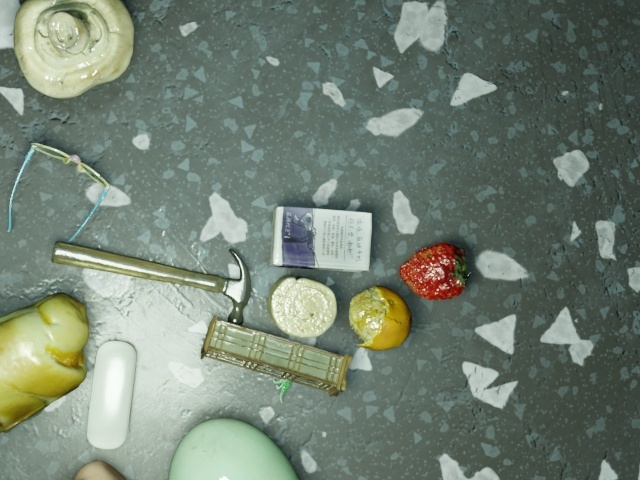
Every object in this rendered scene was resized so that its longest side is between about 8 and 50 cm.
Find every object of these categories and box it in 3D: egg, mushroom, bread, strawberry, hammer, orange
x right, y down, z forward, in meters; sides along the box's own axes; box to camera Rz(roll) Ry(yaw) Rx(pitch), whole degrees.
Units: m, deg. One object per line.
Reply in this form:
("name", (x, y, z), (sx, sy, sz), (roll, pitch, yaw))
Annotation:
("egg", (-0.168, 0.557, 1.816), (0.276, 0.276, 0.389), (-25, 94, -10))
("mushroom", (-0.529, -0.431, 1.848), (0.253, 0.234, 0.260), (22, 83, -4))
("bread", (-0.043, 0.146, 1.937), (0.148, 0.141, 0.134), (23, 86, -6))
("bread", (-0.608, 0.254, 1.759), (0.341, 0.300, 0.210), (-31, 93, -15))
("strawberry", (0.268, 0.076, 2.013), (0.148, 0.131, 0.131), (-18, 89, 30))
("hammer", (-0.367, 0.070, 1.922), (0.439, 0.044, 0.169), (11, 84, -13))
("orange", (0.130, 0.179, 1.961), (0.156, 0.157, 0.134), (19, 120, -8))

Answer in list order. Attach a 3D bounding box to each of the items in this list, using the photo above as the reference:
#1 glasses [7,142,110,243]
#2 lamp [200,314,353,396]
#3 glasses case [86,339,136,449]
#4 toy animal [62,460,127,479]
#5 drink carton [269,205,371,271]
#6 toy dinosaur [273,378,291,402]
("glasses", (-0.583, -0.093, 1.916), (0.189, 0.088, 0.221), (29, 102, -8))
("lamp", (-0.098, 0.258, 1.935), (0.325, 0.089, 0.090), (18, 67, -8))
("glasses case", (-0.453, 0.334, 1.894), (0.092, 0.059, 0.234), (5, 85, -11))
("toy animal", (-0.466, 0.542, 1.781), (0.154, 0.250, 0.166), (-39, 93, 6))
("drink carton", (0.001, -0.001, 1.975), (0.222, 0.102, 0.134), (4, 83, -9))
("toy dinosaur", (-0.074, 0.322, 1.978), (0.062, 0.021, 0.083), (-12, 81, -19))
